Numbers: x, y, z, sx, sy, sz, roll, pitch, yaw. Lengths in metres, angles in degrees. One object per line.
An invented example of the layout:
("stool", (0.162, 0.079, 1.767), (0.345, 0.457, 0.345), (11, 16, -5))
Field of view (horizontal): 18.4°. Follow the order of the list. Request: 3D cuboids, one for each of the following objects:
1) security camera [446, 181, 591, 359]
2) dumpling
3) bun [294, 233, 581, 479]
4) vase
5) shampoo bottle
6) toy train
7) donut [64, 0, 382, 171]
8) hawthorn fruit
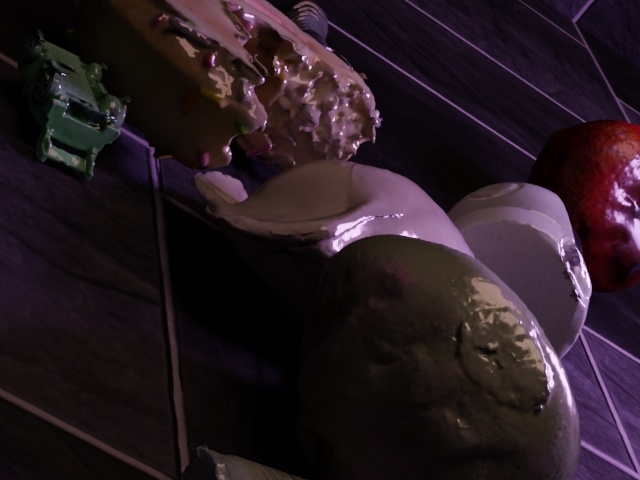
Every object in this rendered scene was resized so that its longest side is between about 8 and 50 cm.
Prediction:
("security camera", (0.204, 0.036, 2.193), (0.194, 0.194, 0.236), (39, 15, -3))
("dumpling", (-0.002, 0.000, 1.940), (0.260, 0.181, 0.341), (21, 25, 30))
("bun", (0.074, 0.144, 1.692), (0.187, 0.293, 0.293), (-37, 74, -28))
("vase", (-0.019, -0.231, 2.485), (0.115, 0.115, 0.237), (34, 17, -17))
("shampoo bottle", (-0.019, 0.220, 1.598), (0.212, 0.049, 0.072), (26, 28, -36))
("toy train", (-0.248, -0.134, 1.909), (0.099, 0.081, 0.149), (23, 20, -36))
("donut", (-0.120, -0.184, 2.103), (0.307, 0.150, 0.371), (42, 17, 19))
("hawthorn fruit", (0.366, -0.055, 2.645), (0.210, 0.230, 0.266), (-7, 14, -17))
